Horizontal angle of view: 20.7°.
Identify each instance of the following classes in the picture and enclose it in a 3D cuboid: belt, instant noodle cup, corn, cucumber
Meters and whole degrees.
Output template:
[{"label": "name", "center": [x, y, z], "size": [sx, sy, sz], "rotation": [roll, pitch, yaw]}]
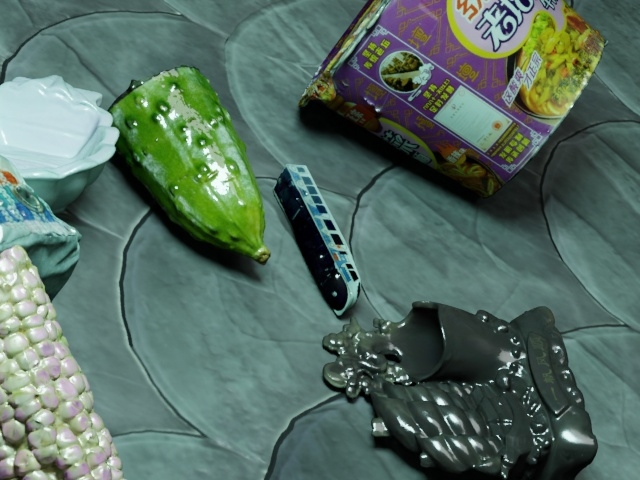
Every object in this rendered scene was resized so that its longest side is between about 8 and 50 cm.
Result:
[{"label": "belt", "center": [-0.359, 0.026, 1.655], "size": [0.257, 0.207, 0.150], "rotation": [-21, 62, -41]}, {"label": "instant noodle cup", "center": [0.170, -0.222, 2.165], "size": [0.266, 0.340, 0.340], "rotation": [38, 39, -5]}, {"label": "corn", "center": [-0.243, 0.173, 1.531], "size": [0.127, 0.127, 0.335], "rotation": [-23, 93, -43]}, {"label": "cucumber", "center": [-0.131, -0.070, 1.960], "size": [0.134, 0.134, 0.244], "rotation": [-19, 63, -42]}]

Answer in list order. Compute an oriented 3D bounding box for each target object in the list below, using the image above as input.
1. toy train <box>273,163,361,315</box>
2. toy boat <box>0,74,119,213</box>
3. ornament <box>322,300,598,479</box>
[{"label": "toy train", "center": [0.000, 0.000, 2.013], "size": [0.047, 0.043, 0.207], "rotation": [3, 46, -33]}, {"label": "toy boat", "center": [-0.313, -0.096, 1.860], "size": [0.199, 0.100, 0.290], "rotation": [15, 25, 2]}, {"label": "ornament", "center": [0.139, 0.165, 1.884], "size": [0.261, 0.106, 0.251], "rotation": [3, 43, -20]}]
